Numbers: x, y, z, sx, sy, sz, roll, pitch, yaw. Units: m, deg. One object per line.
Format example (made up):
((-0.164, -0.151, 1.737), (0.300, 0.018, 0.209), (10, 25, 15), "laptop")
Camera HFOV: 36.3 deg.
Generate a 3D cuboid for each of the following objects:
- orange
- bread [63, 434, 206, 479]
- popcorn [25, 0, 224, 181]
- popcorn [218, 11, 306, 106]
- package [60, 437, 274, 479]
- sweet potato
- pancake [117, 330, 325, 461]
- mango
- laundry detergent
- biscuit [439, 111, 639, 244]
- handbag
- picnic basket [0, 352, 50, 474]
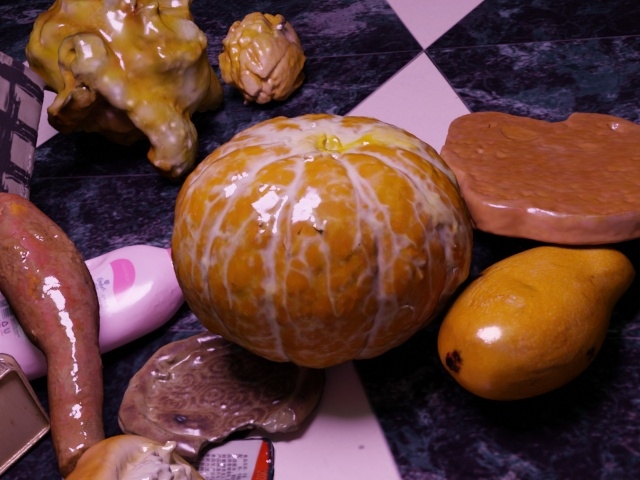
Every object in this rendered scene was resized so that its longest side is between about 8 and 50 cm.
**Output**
((0.000, 0.000, 1.067), (0.330, 0.249, 0.329), (-6, 29, 3), "orange")
((-0.181, 0.277, 0.745), (0.270, 0.211, 0.316), (-26, -4, 8), "bread")
((-0.281, -0.267, 1.496), (0.326, 0.289, 0.321), (-3, 23, -35), "popcorn")
((-0.093, -0.295, 1.581), (0.152, 0.148, 0.167), (-34, 8, 31), "popcorn")
((-0.162, 0.265, 0.975), (0.232, 0.040, 0.166), (-5, 33, 2), "package")
((-0.292, 0.085, 1.081), (0.109, 0.109, 0.385), (-24, 57, -12), "sweet potato")
((-0.110, 0.162, 1.085), (0.235, 0.029, 0.212), (-20, 34, -19), "pancake")
((0.227, 0.082, 1.025), (0.262, 0.108, 0.157), (-25, 30, -37), "mango")
((-0.266, 0.073, 1.209), (0.335, 0.087, 0.159), (-20, 43, -10), "laundry detergent")
((0.300, -0.083, 1.201), (0.312, 0.057, 0.351), (-6, 27, -11), "biscuit")
((-0.550, -0.076, 1.336), (0.327, 0.162, 0.325), (-2, 74, 21), "handbag")
((-0.387, 0.204, 1.059), (0.080, 0.115, 0.164), (23, 51, 37), "picnic basket")
